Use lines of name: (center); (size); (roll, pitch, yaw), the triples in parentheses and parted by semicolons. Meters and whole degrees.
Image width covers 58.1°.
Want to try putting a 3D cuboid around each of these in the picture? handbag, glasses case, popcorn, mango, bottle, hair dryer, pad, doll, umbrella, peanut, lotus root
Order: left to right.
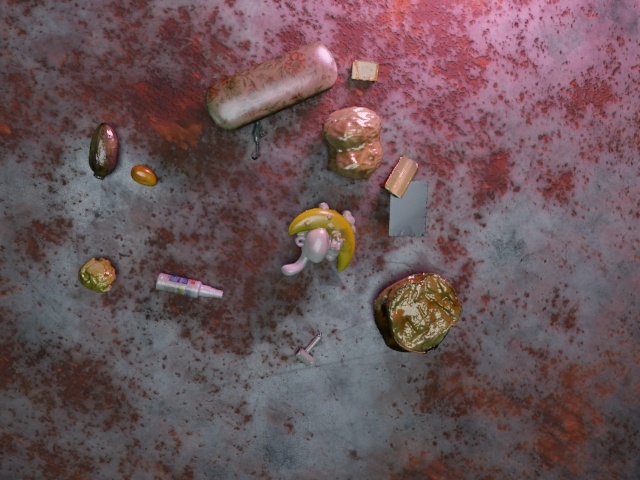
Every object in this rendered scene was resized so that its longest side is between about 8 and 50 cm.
popcorn: (-0.720, 0.111, 1.867); (0.116, 0.121, 0.106); (39, 56, -34)
lotus root: (-0.677, -0.278, 1.807); (0.081, 0.089, 0.179); (4, 98, -47)
mango: (-0.565, -0.205, 1.849); (0.089, 0.046, 0.060); (38, 97, -22)
bottle: (-0.433, 0.159, 1.915); (0.217, 0.060, 0.060); (14, 99, -6)
umbrella: (-0.195, -0.392, 1.849); (0.044, 0.044, 0.268); (-5, 104, -49)
glasses case: (-0.149, -0.476, 1.790); (0.426, 0.098, 0.156); (-25, 94, -7)
hair dryer: (-0.028, 0.370, 2.001); (0.063, 0.038, 0.124); (41, 87, -12)
doll: (0.000, 0.000, 1.899); (0.238, 0.111, 0.251); (5, 100, -22)
peanut: (0.109, -0.310, 1.850); (0.197, 0.110, 0.232); (-11, 101, -8)
handbag: (0.142, -0.544, 1.854); (0.083, 0.027, 0.061); (3, 101, -2)
pad: (0.298, -0.107, 1.955); (0.127, 0.004, 0.190); (1, 100, -5)

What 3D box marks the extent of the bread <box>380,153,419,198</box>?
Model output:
bread: (0.268, -0.212, 1.892); (0.074, 0.084, 0.139); (36, 93, -6)

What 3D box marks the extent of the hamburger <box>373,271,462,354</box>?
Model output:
hamburger: (0.327, 0.248, 1.957); (0.285, 0.134, 0.265); (-24, 94, -6)
